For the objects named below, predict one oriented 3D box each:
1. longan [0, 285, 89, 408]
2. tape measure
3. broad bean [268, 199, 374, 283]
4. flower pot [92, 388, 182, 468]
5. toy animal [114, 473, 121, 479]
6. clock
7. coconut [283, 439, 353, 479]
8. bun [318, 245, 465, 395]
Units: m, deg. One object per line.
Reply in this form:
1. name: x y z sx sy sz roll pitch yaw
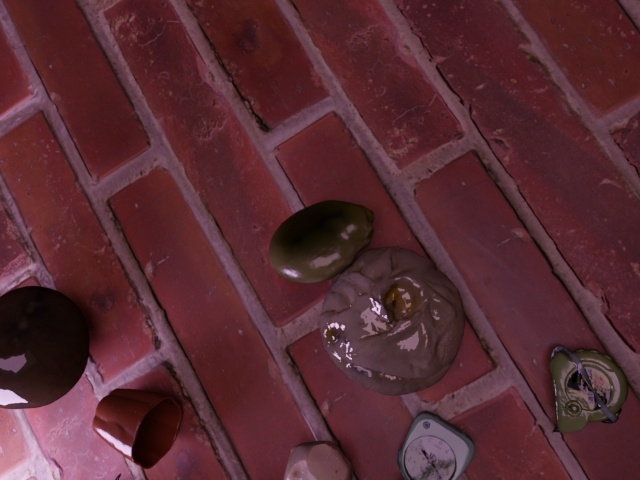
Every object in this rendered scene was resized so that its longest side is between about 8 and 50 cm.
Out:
1. longan: -0.764 0.282 1.583 0.319 0.319 0.319 -1 84 11
2. tape measure: 0.620 0.340 1.401 0.175 0.106 0.200 -9 80 24
3. broad bean: 0.000 0.000 1.516 0.291 0.119 0.238 -19 48 18
4. flower pot: -0.489 0.478 1.575 0.173 0.190 0.191 11 86 25
5. toy animal: -0.502 0.688 1.561 0.272 0.160 0.197 17 95 50
6. clock: 0.263 0.538 1.467 0.159 0.066 0.211 32 91 13
7. coconut: -0.008 0.568 1.473 0.161 0.161 0.162 -36 76 5
8. bun: 0.170 0.195 1.446 0.365 0.219 0.365 -2 81 13
